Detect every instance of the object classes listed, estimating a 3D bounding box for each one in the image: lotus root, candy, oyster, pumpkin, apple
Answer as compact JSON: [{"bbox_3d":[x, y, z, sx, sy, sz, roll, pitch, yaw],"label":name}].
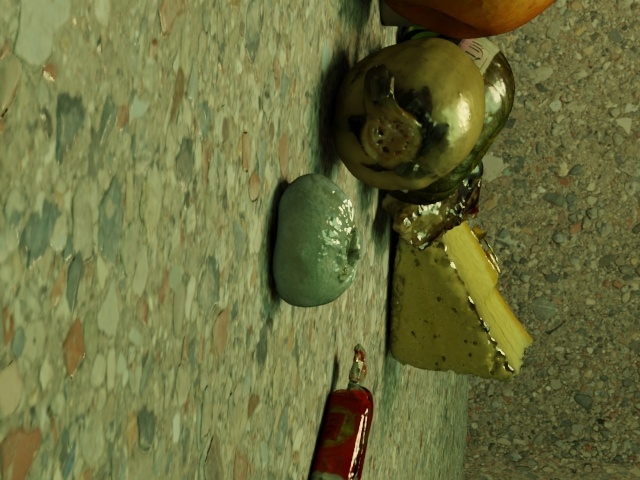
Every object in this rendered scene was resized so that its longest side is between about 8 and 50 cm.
[{"bbox_3d":[0.117,-0.172,1.623,0.310,0.182,0.183,-59,152,-59],"label":"lotus root"},{"bbox_3d":[0.030,0.262,1.673,0.086,0.059,0.292,87,14,-49],"label":"candy"},{"bbox_3d":[0.183,-0.119,2.094,0.221,0.096,0.361,62,32,-1],"label":"oyster"},{"bbox_3d":[0.162,-0.185,1.881,0.260,0.189,0.260,-52,172,-11],"label":"pumpkin"},{"bbox_3d":[0.193,-0.393,1.691,0.299,0.299,0.275,65,46,-68],"label":"apple"}]

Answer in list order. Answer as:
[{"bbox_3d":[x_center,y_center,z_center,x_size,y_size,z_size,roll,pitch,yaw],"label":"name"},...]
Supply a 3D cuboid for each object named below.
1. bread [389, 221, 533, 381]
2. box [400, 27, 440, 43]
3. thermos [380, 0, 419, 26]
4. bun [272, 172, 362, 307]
[{"bbox_3d":[0.253,0.056,2.237,0.248,0.279,0.315,-44,148,-64],"label":"bread"},{"bbox_3d":[0.201,-0.367,2.205,0.346,0.097,0.134,-70,162,-54],"label":"box"},{"bbox_3d":[0.188,-0.374,1.887,0.105,0.193,0.137,-46,138,-71],"label":"thermos"},{"bbox_3d":[0.000,0.000,1.357,0.141,0.083,0.141,2,90,-78],"label":"bun"}]
